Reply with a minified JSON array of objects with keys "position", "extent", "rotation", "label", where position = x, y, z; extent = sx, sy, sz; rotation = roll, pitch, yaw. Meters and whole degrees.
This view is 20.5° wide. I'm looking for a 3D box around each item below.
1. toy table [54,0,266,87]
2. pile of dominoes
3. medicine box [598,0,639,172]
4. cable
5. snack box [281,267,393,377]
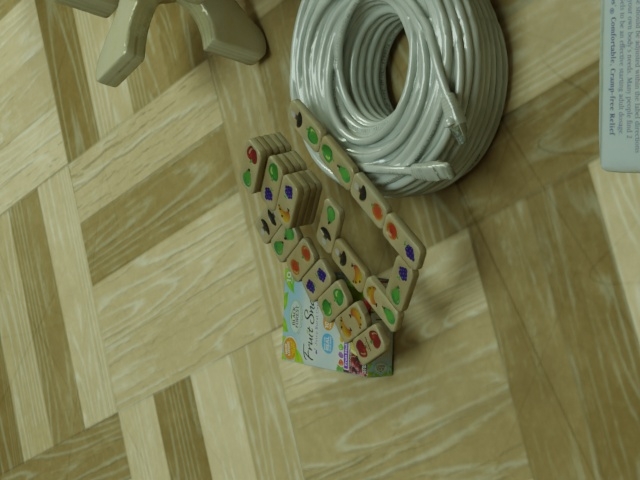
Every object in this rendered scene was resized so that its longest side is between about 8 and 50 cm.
[{"position":[-0.173,-0.296,1.925],"extent":[0.274,0.252,0.161],"rotation":[129,144,-53],"label":"toy table"},{"position":[0.000,0.000,1.754],"extent":[0.251,0.040,0.196],"rotation":[51,144,33],"label":"pile of dominoes"},{"position":[0.384,-0.119,1.209],"extent":[0.289,0.263,0.149],"rotation":[1,92,51],"label":"medicine box"},{"position":[0.072,-0.169,1.729],"extent":[0.257,0.089,0.257],"rotation":[-10,83,52],"label":"cable"},{"position":[0.017,0.084,1.839],"extent":[0.141,0.037,0.100],"rotation":[8,96,50],"label":"snack box"}]
